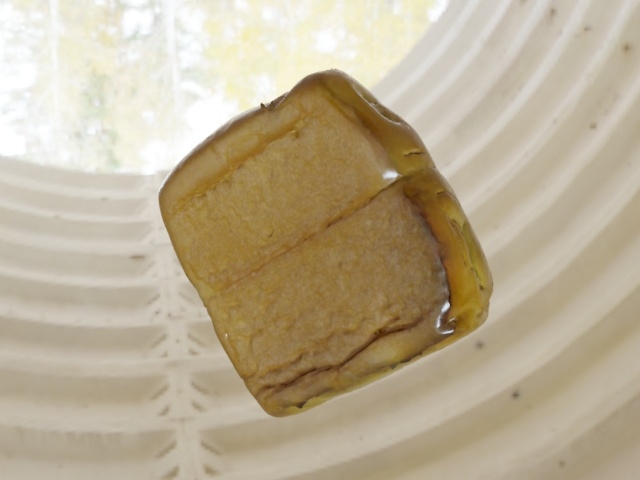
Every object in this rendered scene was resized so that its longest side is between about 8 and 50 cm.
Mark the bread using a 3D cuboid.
[{"bbox_3d":[0.004,-0.002,1.180,0.337,0.328,0.148,-33,174,35],"label":"bread"}]
